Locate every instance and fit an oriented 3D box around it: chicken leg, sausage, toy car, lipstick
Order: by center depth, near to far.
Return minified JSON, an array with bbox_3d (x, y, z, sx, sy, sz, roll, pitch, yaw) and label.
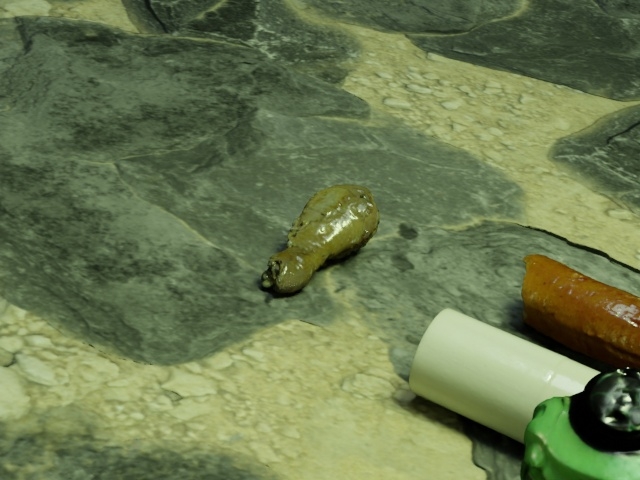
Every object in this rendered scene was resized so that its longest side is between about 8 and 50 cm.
[{"bbox_3d":[0.314,0.242,1.370,0.359,0.213,0.176,17,62,20],"label":"toy car"},{"bbox_3d":[0.240,0.160,1.607,0.327,0.087,0.087,23,30,22],"label":"lipstick"},{"bbox_3d":[0.328,0.094,1.777,0.302,0.076,0.103,20,29,18],"label":"sausage"},{"bbox_3d":[0.001,-0.002,1.858,0.085,0.069,0.198,20,35,21],"label":"chicken leg"}]
